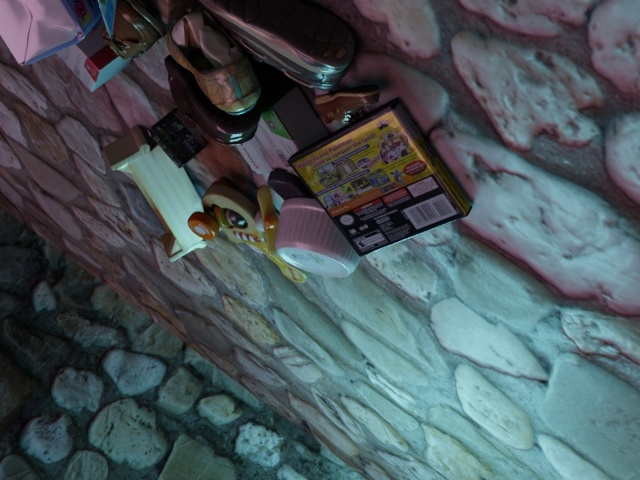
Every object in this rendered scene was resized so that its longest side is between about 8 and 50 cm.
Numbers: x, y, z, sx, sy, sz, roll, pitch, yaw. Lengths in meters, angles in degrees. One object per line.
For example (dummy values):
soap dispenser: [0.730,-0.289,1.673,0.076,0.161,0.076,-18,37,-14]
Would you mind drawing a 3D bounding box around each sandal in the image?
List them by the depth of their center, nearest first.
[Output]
sandal: [-0.037,-0.098,1.782,0.097,0.054,0.254,10,163,17]

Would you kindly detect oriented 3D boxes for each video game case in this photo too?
video game case: [0.106,-0.107,1.530,0.275,0.035,0.248,-23,112,42]

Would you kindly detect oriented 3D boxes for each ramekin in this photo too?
ramekin: [0.000,0.000,1.765,0.207,0.109,0.207,16,163,5]

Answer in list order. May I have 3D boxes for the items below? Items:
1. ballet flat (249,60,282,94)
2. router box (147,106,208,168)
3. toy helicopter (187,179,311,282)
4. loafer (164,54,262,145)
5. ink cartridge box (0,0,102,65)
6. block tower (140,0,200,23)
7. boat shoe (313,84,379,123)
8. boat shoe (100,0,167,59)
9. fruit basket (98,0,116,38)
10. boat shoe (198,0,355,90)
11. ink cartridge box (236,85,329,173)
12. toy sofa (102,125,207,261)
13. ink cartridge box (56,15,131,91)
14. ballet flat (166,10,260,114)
ballet flat: [-0.145,-0.352,1.633,0.173,0.049,0.057,42,177,19]
router box: [-0.350,-0.252,2.006,0.122,0.092,0.038,50,154,-10]
toy helicopter: [-0.145,-0.017,2.063,0.355,0.140,0.235,43,147,-22]
loafer: [-0.211,-0.269,1.638,0.366,0.134,0.130,-127,31,-51]
ink cartridge box: [-0.507,-0.538,1.512,0.151,0.395,0.270,-18,122,12]
block tower: [-0.273,-0.537,1.472,0.091,0.097,0.335,40,155,10]
boat shoe: [0.052,-0.241,1.457,0.178,0.064,0.060,6,113,60]
boat shoe: [-0.387,-0.423,1.673,0.110,0.104,0.307,47,176,-7]
fruit basket: [-0.375,-0.584,1.386,0.166,0.327,0.353,-7,148,3]
boat shoe: [-0.103,-0.372,1.427,0.355,0.132,0.130,39,153,14]
ink cartridge box: [-0.092,-0.223,1.680,0.208,0.087,0.153,2,133,53]
toy sofa: [-0.432,-0.138,2.270,0.362,0.177,0.150,63,173,-34]
ink cartridge box: [-0.544,-0.471,1.921,0.176,0.127,0.128,47,155,-6]
ballet flat: [-0.213,-0.364,1.534,0.348,0.123,0.123,54,166,43]
